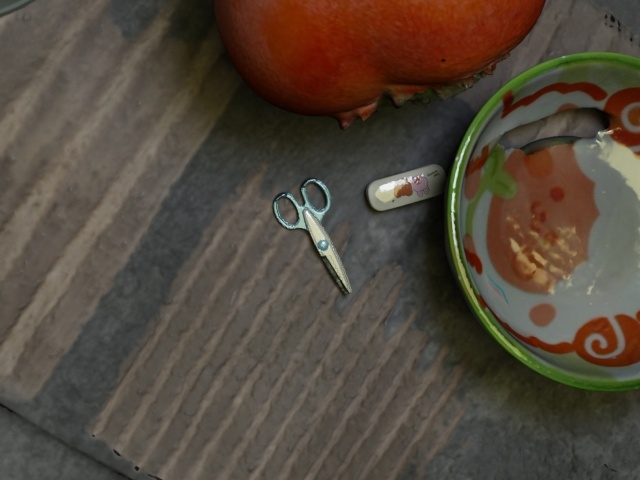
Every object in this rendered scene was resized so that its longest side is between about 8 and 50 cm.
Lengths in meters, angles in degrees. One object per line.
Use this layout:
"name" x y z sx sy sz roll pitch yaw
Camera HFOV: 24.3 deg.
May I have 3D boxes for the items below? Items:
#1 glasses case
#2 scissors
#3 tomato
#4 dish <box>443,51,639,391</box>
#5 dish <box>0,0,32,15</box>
"glasses case" 0.085 -0.052 1.467 0.083 0.021 0.032 -16 94 -13
"scissors" 0.000 0.000 1.452 0.058 0.014 0.119 -27 95 -8
"tomato" 0.047 -0.266 1.300 0.321 0.321 0.321 0 92 -14
"dish" 0.257 -0.015 1.466 0.324 0.124 0.324 1 85 -15
"dish" -0.332 -0.330 1.302 0.303 0.120 0.303 0 92 -15
